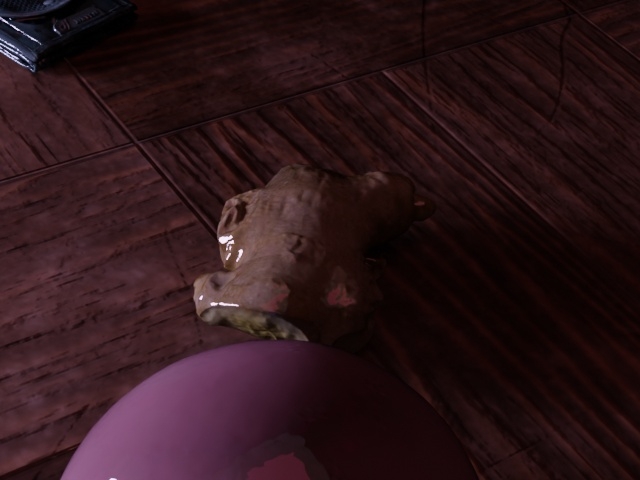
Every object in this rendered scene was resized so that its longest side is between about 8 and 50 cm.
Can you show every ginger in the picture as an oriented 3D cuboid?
[{"bbox_3d":[-0.005,-0.001,0.939,0.137,0.074,0.213,27,47,3],"label":"ginger"}]

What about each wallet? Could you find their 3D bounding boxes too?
[{"bbox_3d":[-0.231,-0.196,1.135,0.088,0.026,0.129,32,45,21],"label":"wallet"}]

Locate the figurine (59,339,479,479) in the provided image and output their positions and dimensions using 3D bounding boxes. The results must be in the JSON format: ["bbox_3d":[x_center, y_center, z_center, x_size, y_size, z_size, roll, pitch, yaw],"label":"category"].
[{"bbox_3d":[-0.010,0.159,0.622,0.261,0.211,0.269,30,37,35],"label":"figurine"}]
